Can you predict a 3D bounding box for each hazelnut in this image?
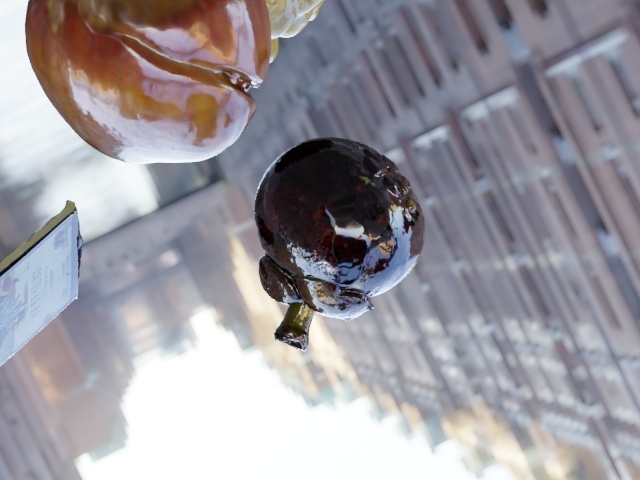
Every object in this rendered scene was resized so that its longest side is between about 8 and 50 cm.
[{"bbox_3d":[-0.126,-0.138,1.317,0.182,0.182,0.182,-26,-179,0],"label":"hazelnut"}]

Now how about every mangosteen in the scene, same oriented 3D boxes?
[{"bbox_3d":[0.007,-0.009,1.775,0.172,0.172,0.184,-27,170,-47],"label":"mangosteen"}]

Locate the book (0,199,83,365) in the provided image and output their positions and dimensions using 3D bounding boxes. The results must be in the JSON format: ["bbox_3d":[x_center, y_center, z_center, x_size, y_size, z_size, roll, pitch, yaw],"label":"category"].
[{"bbox_3d":[-0.326,0.076,1.947,0.231,0.026,0.157,-43,157,-36],"label":"book"}]

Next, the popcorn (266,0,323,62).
[{"bbox_3d":[-0.147,-0.347,1.978,0.349,0.349,0.382,-26,-153,-25],"label":"popcorn"}]
